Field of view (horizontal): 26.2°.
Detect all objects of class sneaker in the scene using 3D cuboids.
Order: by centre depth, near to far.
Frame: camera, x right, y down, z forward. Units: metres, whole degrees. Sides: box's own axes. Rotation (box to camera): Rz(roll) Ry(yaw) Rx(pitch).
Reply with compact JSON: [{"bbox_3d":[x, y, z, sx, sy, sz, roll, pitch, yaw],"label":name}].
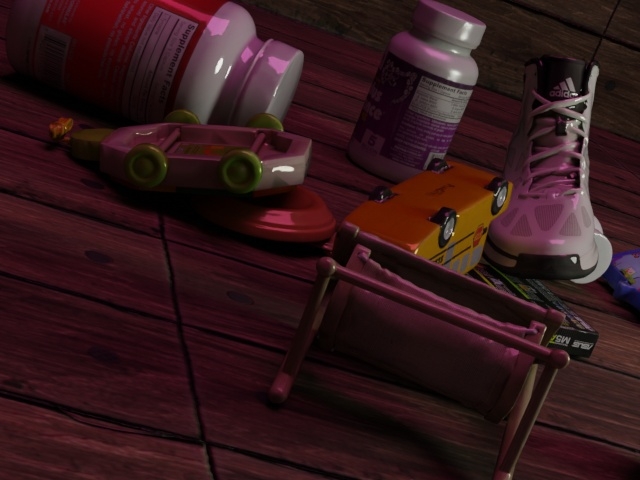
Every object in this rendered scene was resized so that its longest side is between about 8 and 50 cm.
[{"bbox_3d":[0.320,-0.126,1.996,0.169,0.257,0.447,3,24,7],"label":"sneaker"}]

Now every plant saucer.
[{"bbox_3d":[-0.074,-0.049,1.838,0.200,0.037,0.200,12,18,-4],"label":"plant saucer"}]

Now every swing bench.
[{"bbox_3d":[0.107,0.104,1.408,0.253,0.165,0.254,22,16,3],"label":"swing bench"}]

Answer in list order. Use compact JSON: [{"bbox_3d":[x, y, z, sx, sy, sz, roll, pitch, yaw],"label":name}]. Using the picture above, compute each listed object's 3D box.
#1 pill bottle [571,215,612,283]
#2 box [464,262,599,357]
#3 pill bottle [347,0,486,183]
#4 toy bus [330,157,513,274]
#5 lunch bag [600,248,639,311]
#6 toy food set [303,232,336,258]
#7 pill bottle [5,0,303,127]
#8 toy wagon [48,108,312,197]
[{"bbox_3d":[0.380,-0.012,2.206,0.118,0.117,0.208,15,18,-23],"label":"pill bottle"},{"bbox_3d":[0.254,0.086,1.864,0.184,0.045,0.190,10,20,-27],"label":"box"},{"bbox_3d":[0.172,-0.257,2.390,0.169,0.301,0.169,20,16,-6],"label":"pill bottle"},{"bbox_3d":[0.135,-0.009,1.765,0.108,0.130,0.333,19,23,23],"label":"toy bus"},{"bbox_3d":[0.602,0.086,2.197,0.293,0.138,0.221,5,24,-20],"label":"lunch bag"},{"bbox_3d":[0.000,0.000,1.854,0.083,0.020,0.082,18,16,-10],"label":"toy food set"},{"bbox_3d":[-0.244,-0.283,2.075,0.408,0.229,0.229,23,16,5],"label":"pill bottle"},{"bbox_3d":[-0.188,-0.119,1.828,0.344,0.068,0.267,3,15,4],"label":"toy wagon"}]
